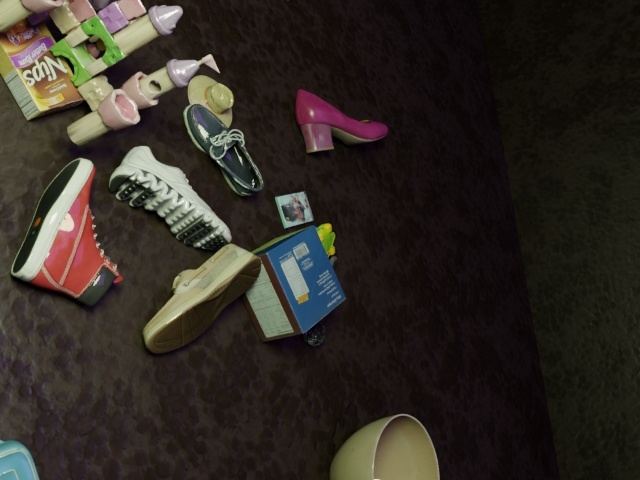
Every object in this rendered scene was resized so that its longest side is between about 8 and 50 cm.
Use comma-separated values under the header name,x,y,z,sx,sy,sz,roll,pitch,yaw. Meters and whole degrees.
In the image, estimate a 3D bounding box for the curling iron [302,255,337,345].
name,x,y,z,sx,sy,sz,roll,pitch,yaw
curling iron,0.003,0.157,1.557,0.068,0.035,0.273,44,46,-38

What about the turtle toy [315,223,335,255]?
name,x,y,z,sx,sy,sz,roll,pitch,yaw
turtle toy,0.000,0.000,1.589,0.130,0.066,0.095,-49,138,-51

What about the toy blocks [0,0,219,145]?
name,x,y,z,sx,sy,sz,roll,pitch,yaw
toy blocks,-0.359,-0.381,1.069,0.288,0.260,0.309,59,20,-22

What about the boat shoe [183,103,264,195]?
name,x,y,z,sx,sy,sz,roll,pitch,yaw
boat shoe,-0.223,-0.213,1.378,0.095,0.079,0.254,-40,110,-29

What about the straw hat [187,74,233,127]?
name,x,y,z,sx,sy,sz,roll,pitch,yaw
straw hat,-0.246,-0.344,1.424,0.145,0.061,0.144,22,60,-45

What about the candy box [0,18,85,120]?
name,x,y,z,sx,sy,sz,roll,pitch,yaw
candy box,-0.527,-0.324,1.075,0.109,0.053,0.186,-42,111,-51

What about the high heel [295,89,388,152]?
name,x,y,z,sx,sy,sz,roll,pitch,yaw
high heel,0.077,-0.376,1.776,0.377,0.127,0.181,-20,103,-49

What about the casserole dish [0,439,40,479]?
name,x,y,z,sx,sy,sz,roll,pitch,yaw
casserole dish,-0.469,0.391,0.878,0.114,0.037,0.188,-16,89,-52

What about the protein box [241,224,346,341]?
name,x,y,z,sx,sy,sz,roll,pitch,yaw
protein box,-0.076,0.101,1.398,0.200,0.136,0.201,-33,102,-52

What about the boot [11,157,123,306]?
name,x,y,z,sx,sy,sz,roll,pitch,yaw
boot,-0.420,-0.012,1.061,0.176,0.089,0.244,34,60,-40

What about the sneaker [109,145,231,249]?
name,x,y,z,sx,sy,sz,roll,pitch,yaw
sneaker,-0.295,-0.086,1.235,0.292,0.110,0.118,41,38,-35

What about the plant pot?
name,x,y,z,sx,sy,sz,roll,pitch,yaw
plant pot,0.135,0.576,1.428,0.284,0.191,0.283,24,57,-44

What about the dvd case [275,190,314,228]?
name,x,y,z,sx,sy,sz,roll,pitch,yaw
dvd case,-0.069,-0.084,1.581,0.120,0.013,0.087,-17,89,-53

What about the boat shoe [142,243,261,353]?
name,x,y,z,sx,sy,sz,roll,pitch,yaw
boat shoe,-0.254,0.111,1.210,0.302,0.098,0.109,-42,152,-34
